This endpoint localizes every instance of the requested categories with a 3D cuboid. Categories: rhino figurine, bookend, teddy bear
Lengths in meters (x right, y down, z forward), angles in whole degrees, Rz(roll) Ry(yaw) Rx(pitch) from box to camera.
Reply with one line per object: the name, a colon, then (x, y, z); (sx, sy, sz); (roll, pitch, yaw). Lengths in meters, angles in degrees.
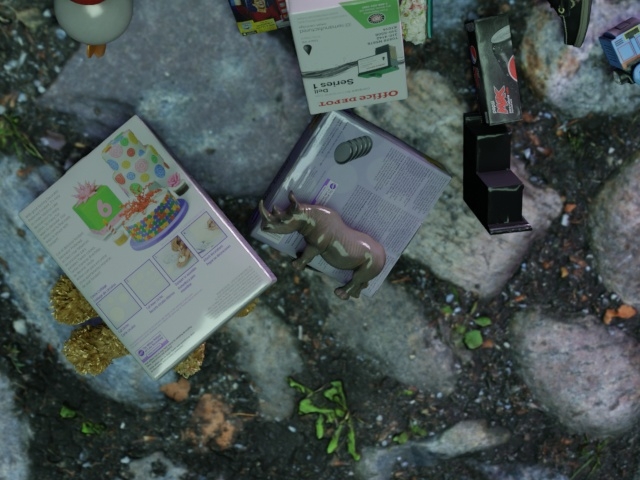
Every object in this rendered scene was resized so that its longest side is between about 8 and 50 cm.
rhino figurine: (0.000, 0.000, 1.776); (0.243, 0.073, 0.106); (34, 109, -20)
bookend: (0.285, -0.113, 1.803); (0.072, 0.156, 0.157); (-6, 114, -7)
teddy bear: (-0.267, 0.100, 1.797); (0.338, 0.113, 0.245); (-1, 84, -4)

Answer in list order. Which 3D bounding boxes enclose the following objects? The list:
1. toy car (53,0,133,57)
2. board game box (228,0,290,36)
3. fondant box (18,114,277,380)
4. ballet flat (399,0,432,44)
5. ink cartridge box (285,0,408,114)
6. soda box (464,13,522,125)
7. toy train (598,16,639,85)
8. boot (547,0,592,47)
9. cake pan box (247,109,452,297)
toy car: (-0.318, -0.373, 1.591); (0.219, 0.210, 0.238); (10, 141, -1)
board game box: (-0.050, -0.405, 1.624); (0.194, 0.060, 0.194); (-12, 141, 7)
fondant box: (-0.261, 0.011, 1.709); (0.238, 0.096, 0.330); (-40, 88, 3)
ballet flat: (0.136, -0.416, 1.686); (0.077, 0.091, 0.241); (6, 110, 11)
ink cartridge box: (0.042, -0.298, 1.651); (0.160, 0.093, 0.219); (-9, 144, 4)
soda box: (0.274, -0.269, 1.763); (0.060, 0.053, 0.169); (-11, 99, -6)
toy train: (0.546, -0.325, 1.801); (0.184, 0.080, 0.105); (-29, 110, 3)
boot: (0.331, -0.400, 1.727); (0.178, 0.085, 0.236); (4, 144, 14)
cake pan box: (0.045, -0.061, 1.832); (0.245, 0.070, 0.267); (27, 106, -18)
